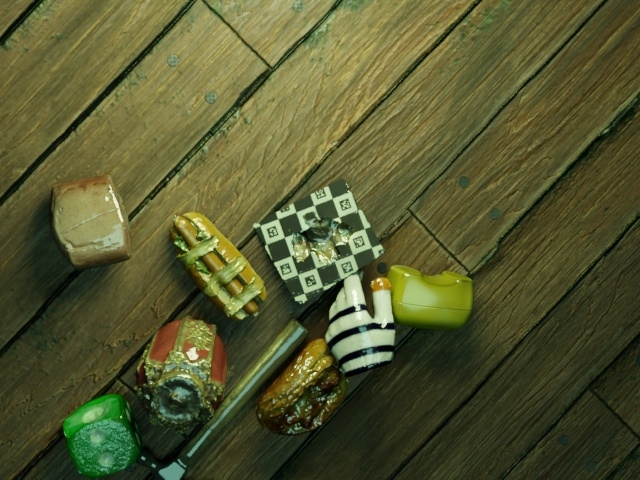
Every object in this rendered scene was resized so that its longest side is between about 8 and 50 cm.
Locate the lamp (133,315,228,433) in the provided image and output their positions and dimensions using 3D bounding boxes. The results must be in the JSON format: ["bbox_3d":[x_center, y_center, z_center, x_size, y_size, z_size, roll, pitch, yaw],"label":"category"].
[{"bbox_3d":[-0.261,0.251,1.743,0.177,0.274,0.177,0,104,-1],"label":"lamp"}]

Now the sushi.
[{"bbox_3d":[0.000,0.000,1.854,0.210,0.040,0.193,-30,84,6],"label":"sushi"}]

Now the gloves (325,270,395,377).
[{"bbox_3d":[0.071,0.154,1.838,0.131,0.140,0.219,-12,79,-31],"label":"gloves"}]

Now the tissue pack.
[{"bbox_3d":[0.221,0.125,1.891,0.178,0.123,0.127,6,95,-13],"label":"tissue pack"}]

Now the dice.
[{"bbox_3d":[-0.428,0.387,1.810,0.131,0.128,0.120,-23,105,-8],"label":"dice"}]

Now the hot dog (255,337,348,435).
[{"bbox_3d":[-0.033,0.306,1.872,0.227,0.099,0.160,-48,131,-5],"label":"hot dog"}]

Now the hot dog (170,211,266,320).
[{"bbox_3d":[-0.209,0.050,1.823,0.109,0.072,0.269,-40,106,-4],"label":"hot dog"}]

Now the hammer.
[{"bbox_3d":[-0.183,0.338,1.892,0.168,0.044,0.440,40,91,-14],"label":"hammer"}]

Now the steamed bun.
[{"bbox_3d":[-0.440,-0.033,1.750,0.144,0.106,0.175,-14,89,-3],"label":"steamed bun"}]
